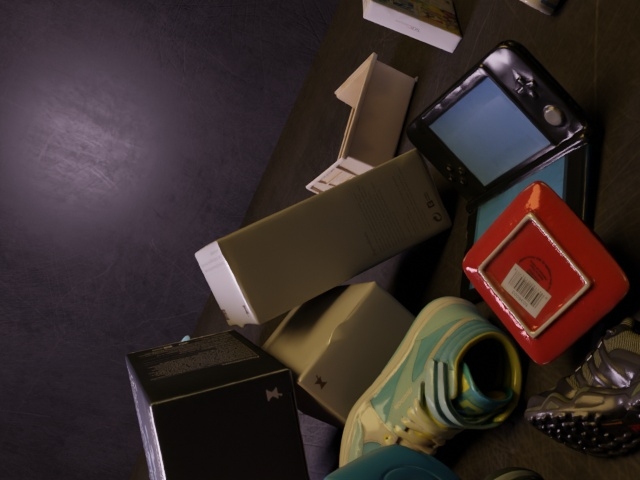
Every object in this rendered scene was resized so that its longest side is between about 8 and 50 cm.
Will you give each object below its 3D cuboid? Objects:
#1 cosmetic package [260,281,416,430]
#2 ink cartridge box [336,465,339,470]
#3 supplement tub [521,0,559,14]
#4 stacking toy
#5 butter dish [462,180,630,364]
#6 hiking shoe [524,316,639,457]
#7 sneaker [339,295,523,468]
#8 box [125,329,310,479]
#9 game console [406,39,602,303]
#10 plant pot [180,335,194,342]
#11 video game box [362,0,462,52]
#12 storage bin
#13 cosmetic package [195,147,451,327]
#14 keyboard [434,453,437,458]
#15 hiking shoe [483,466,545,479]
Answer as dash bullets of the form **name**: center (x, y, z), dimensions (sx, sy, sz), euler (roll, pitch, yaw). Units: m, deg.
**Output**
- **cosmetic package**: center (0.025, 0.190, 1.390), dimensions (0.197, 0.155, 0.365), euler (-50, 11, -13)
- **ink cartridge box**: center (0.075, 0.359, 1.270), dimensions (0.104, 0.060, 0.180), euler (-62, 16, 23)
- **supplement tub**: center (0.359, -0.417, 1.313), dimensions (0.107, 0.071, 0.071), euler (-62, 16, 21)
- **stacking toy**: center (0.065, 0.412, 1.002), dimensions (0.175, 0.165, 0.302), euler (38, 121, 33)
- **butter dish**: center (0.271, 0.031, 0.951), dimensions (0.160, 0.118, 0.160), euler (54, 131, 22)
- **hiking shoe**: center (0.293, 0.137, 0.811), dimensions (0.227, 0.086, 0.114), euler (-35, 23, 55)
- **sneaker**: center (0.138, 0.229, 1.068), dimensions (0.319, 0.127, 0.208), euler (-64, 15, 0)
- **box**: center (-0.171, 0.334, 1.362), dimensions (0.395, 0.212, 0.293), euler (-174, 73, -71)
- **game console**: center (0.227, -0.082, 1.151), dimensions (0.173, 0.250, 0.293), euler (-46, 4, -28)
- **plant pot**: center (-0.267, 0.410, 2.058), dimensions (0.293, 0.235, 0.293), euler (-59, 17, 31)
- **video game box**: center (0.187, -0.484, 1.749), dimensions (0.187, 0.205, 0.048), euler (-89, 21, -54)
- **storage bin**: center (0.089, -0.246, 1.923), dimensions (0.260, 0.123, 0.262), euler (150, 139, -66)
- **cosmetic package**: center (0.000, 0.000, 1.428), dimensions (0.156, 0.385, 0.217), euler (66, 159, -1)
- **keyboard**: center (0.136, 0.274, 1.248), dimensions (0.180, 0.023, 0.108), euler (-84, 21, -47)
- **hiking shoe**: center (0.172, 0.380, 0.811), dimensions (0.132, 0.113, 0.304), euler (25, 100, 64)
